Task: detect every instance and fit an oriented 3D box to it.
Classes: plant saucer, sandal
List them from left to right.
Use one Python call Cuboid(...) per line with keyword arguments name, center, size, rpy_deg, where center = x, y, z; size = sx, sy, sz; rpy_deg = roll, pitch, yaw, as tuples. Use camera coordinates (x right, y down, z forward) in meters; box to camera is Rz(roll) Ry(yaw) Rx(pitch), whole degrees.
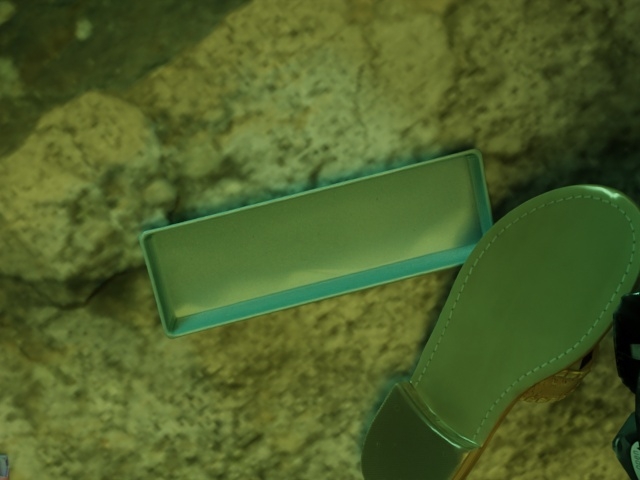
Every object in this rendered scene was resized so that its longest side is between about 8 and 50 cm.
Cuboid(name="plant saucer", center=(0.000, 0.000, 1.040), size=(0.192, 0.018, 0.067), rpy_deg=(-14, 114, -4))
Cuboid(name="sandal", center=(0.114, 0.057, 1.061), size=(0.079, 0.088, 0.240), rpy_deg=(-7, 140, -53))

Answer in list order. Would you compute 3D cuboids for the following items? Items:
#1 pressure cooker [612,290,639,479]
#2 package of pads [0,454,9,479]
Cuboid(name="pressure cooker", center=(0.337, 0.037, 0.838), size=(0.375, 0.420, 0.370), rpy_deg=(24, 140, 15))
Cuboid(name="package of pads", center=(-0.203, 0.162, 1.067), size=(0.050, 0.032, 0.083), rpy_deg=(2, 112, -11))
